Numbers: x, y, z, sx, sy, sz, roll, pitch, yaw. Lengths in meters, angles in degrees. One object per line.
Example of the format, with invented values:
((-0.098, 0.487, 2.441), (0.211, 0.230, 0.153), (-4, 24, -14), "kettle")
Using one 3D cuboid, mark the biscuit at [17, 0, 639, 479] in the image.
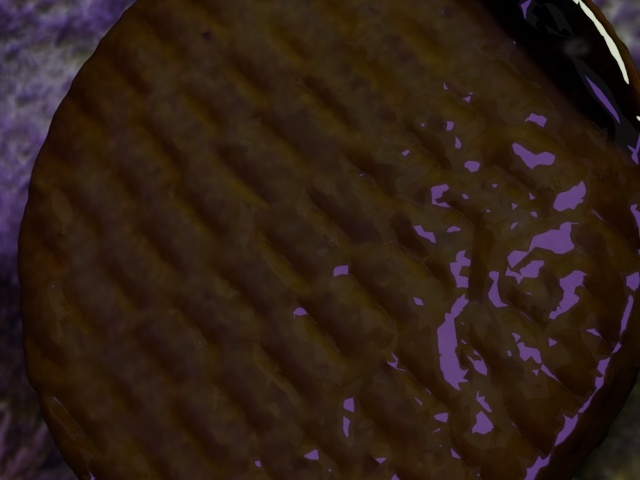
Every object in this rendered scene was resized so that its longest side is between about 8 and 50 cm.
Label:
((0.000, 0.000, 0.732), (0.317, 0.040, 0.318), (-8, 73, 26), "biscuit")
